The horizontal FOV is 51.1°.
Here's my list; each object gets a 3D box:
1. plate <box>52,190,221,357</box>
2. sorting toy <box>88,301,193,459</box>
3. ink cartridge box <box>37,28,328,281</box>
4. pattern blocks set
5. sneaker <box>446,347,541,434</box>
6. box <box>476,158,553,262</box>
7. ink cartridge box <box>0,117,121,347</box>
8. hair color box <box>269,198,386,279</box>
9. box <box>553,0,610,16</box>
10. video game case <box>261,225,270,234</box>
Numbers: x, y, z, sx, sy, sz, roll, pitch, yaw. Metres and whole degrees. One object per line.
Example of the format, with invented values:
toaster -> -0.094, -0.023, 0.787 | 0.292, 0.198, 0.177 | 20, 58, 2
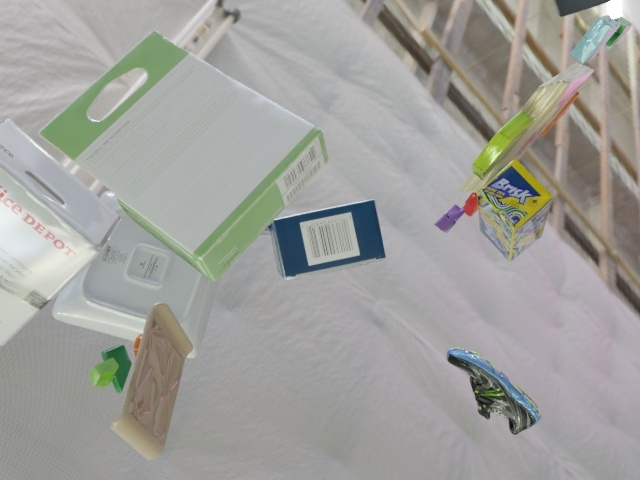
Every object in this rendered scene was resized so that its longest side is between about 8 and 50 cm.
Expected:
plate -> -0.327, 0.055, 1.274 | 0.278, 0.045, 0.277 | 18, -114, -7
sorting toy -> -0.082, 0.061, 0.310 | 0.083, 0.012, 0.062 | 79, -160, -57
ink cartridge box -> -0.136, -0.092, 0.660 | 0.235, 0.056, 0.171 | 34, -108, 23
pattern blocks set -> 0.249, -0.135, 0.817 | 0.026, 0.324, 0.285 | 43, -152, 12
sneaker -> 0.279, 0.250, 1.108 | 0.188, 0.078, 0.067 | 43, -173, -3
box -> 0.216, -0.028, 0.751 | 0.059, 0.054, 0.169 | 51, -178, 19
ink cartridge box -> -0.487, 0.010, 0.986 | 0.223, 0.307, 0.129 | 45, -162, -19
hair color box -> 0.000, 0.000, 1.232 | 0.174, 0.347, 0.105 | -11, -89, -5
box -> 0.162, -0.272, 0.405 | 0.153, 0.108, 0.207 | 45, -141, -44
video game case -> -0.181, -0.042, 1.500 | 0.166, 0.119, 0.015 | 46, -133, -68
